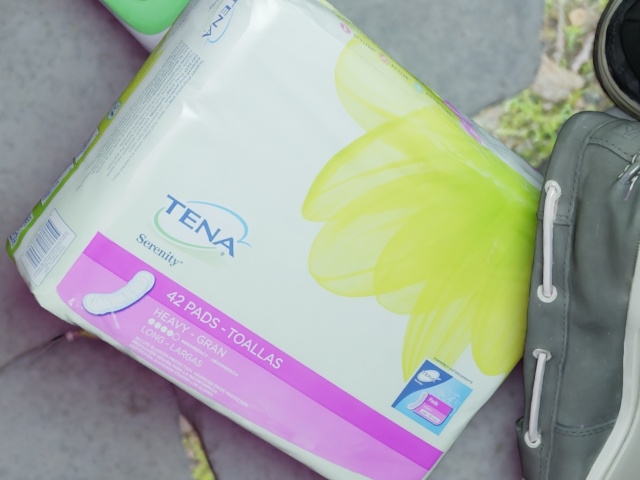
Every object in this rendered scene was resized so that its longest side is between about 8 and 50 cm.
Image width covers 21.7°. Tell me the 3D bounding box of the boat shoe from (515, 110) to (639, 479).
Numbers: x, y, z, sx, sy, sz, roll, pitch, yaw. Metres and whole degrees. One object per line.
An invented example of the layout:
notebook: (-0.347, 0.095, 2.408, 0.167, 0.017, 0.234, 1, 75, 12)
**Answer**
boat shoe: (0.168, 0.070, 0.998, 0.095, 0.112, 0.335, 36, 137, 35)

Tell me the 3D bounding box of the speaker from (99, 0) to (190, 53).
speaker: (-0.136, -0.237, 1.041, 0.131, 0.131, 0.296, -44, 88, 5)

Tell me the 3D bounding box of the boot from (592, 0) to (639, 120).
boot: (0.342, -0.078, 0.921, 0.377, 0.284, 0.138, 19, 94, 5)

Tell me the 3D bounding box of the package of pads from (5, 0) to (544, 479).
package of pads: (0.000, 0.000, 0.991, 0.296, 0.101, 0.229, 34, 97, -28)
